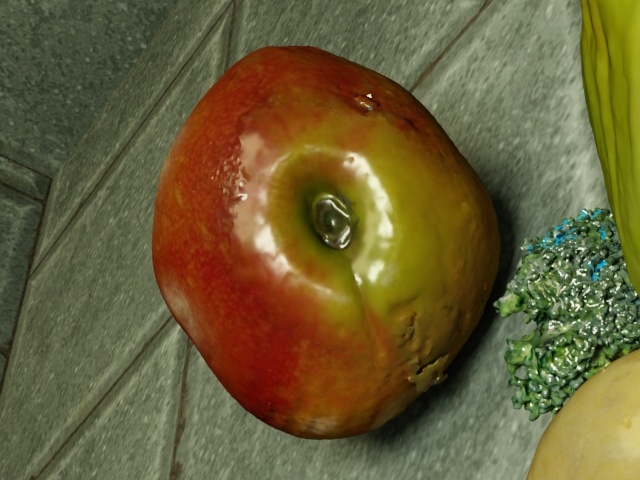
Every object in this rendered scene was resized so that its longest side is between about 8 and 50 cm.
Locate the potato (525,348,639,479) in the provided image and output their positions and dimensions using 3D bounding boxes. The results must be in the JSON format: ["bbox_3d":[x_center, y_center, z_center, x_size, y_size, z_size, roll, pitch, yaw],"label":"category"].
[{"bbox_3d":[0.201,0.150,1.029,0.234,0.146,0.150,-45,-2,43],"label":"potato"}]

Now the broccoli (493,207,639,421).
[{"bbox_3d":[0.200,0.058,1.166,0.160,0.155,0.167,76,-160,-51],"label":"broccoli"}]

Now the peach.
[{"bbox_3d":[-0.002,0.002,1.475,0.290,0.372,0.372,-33,17,-11],"label":"peach"}]

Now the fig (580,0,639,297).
[{"bbox_3d":[0.288,-0.062,0.814,0.343,0.343,0.343,-51,24,32],"label":"fig"}]
